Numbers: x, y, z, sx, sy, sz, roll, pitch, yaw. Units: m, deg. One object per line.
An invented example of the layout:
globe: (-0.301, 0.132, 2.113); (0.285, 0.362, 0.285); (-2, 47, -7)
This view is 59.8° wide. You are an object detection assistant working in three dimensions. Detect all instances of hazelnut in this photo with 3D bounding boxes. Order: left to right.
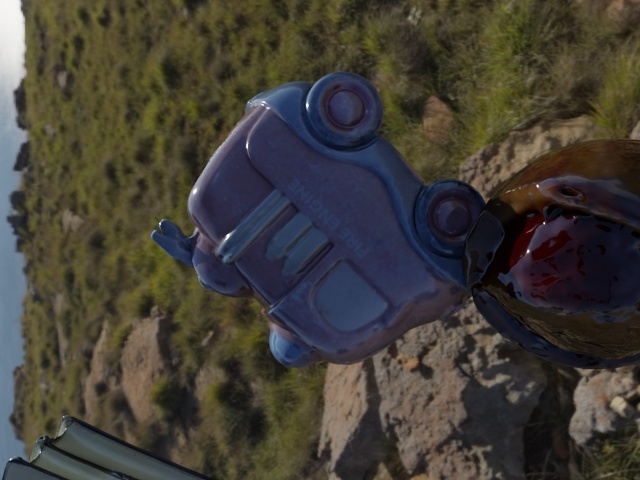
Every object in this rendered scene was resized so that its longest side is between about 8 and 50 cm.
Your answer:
hazelnut: (0.207, 0.019, 0.422); (0.170, 0.161, 0.201); (26, 131, 41)

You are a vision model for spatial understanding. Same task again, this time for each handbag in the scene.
handbag: (-0.334, 0.478, 0.905); (0.359, 0.160, 0.236); (21, 107, 5)

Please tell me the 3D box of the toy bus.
toy bus: (0.000, 0.000, 0.560); (0.294, 0.232, 0.197); (46, 168, -4)
